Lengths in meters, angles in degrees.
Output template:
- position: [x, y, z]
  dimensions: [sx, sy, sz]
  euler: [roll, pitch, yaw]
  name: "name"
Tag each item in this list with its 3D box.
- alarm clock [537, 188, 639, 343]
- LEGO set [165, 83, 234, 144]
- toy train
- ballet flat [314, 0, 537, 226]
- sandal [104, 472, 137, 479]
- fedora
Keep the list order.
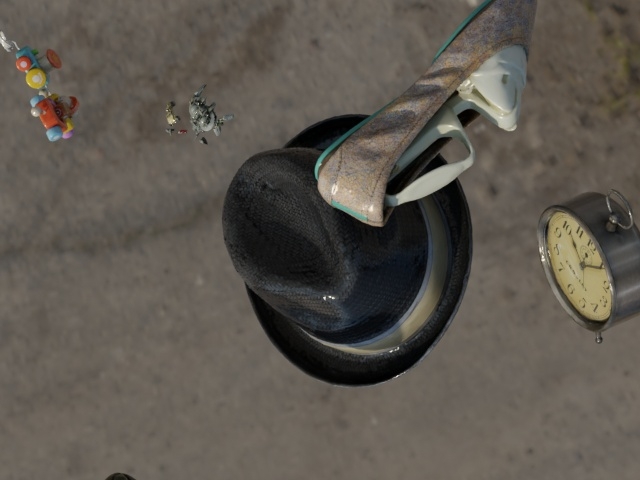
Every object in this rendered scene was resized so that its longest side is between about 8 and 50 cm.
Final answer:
- position: [0.267, 0.009, 1.516]
  dimensions: [0.064, 0.129, 0.192]
  euler: [-23, 155, -15]
  name: "alarm clock"
- position: [-0.119, -0.114, 1.490]
  dimensions: [0.083, 0.054, 0.023]
  euler: [-20, 167, 38]
  name: "LEGO set"
- position: [-0.335, -0.190, 1.967]
  dimensions: [0.046, 0.166, 0.125]
  euler: [-29, 160, 3]
  name: "toy train"
- position: [0.136, -0.128, 1.626]
  dimensions: [0.316, 0.106, 0.107]
  euler: [-44, 153, -9]
  name: "ballet flat"
- position: [-0.194, 0.340, 1.593]
  dimensions: [0.060, 0.219, 0.090]
  euler: [-26, 156, 22]
  name: "sandal"
- position: [0.000, 0.000, 1.759]
  dimensions: [0.334, 0.334, 0.152]
  euler: [-44, 146, 24]
  name: "fedora"
